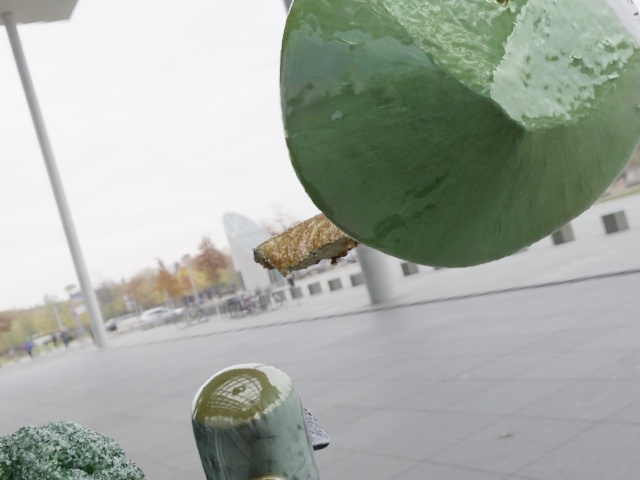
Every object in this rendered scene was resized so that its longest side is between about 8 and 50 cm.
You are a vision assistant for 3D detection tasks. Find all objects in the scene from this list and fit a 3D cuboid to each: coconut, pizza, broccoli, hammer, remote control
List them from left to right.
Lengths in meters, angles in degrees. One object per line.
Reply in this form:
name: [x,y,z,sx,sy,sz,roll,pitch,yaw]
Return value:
broccoli: [-0.355,0.366,0.942,0.269,0.270,0.270,2,-33,1]
hammer: [-0.039,0.251,0.641,0.113,0.202,0.305,-17,22,-7]
remote control: [-0.018,0.239,0.930,0.039,0.014,0.096,-6,16,-18]
pizza: [0.000,0.000,1.557,0.365,0.074,0.182,-22,29,22]
coconut: [0.113,-0.128,0.621,0.328,0.282,0.328,8,17,-2]
